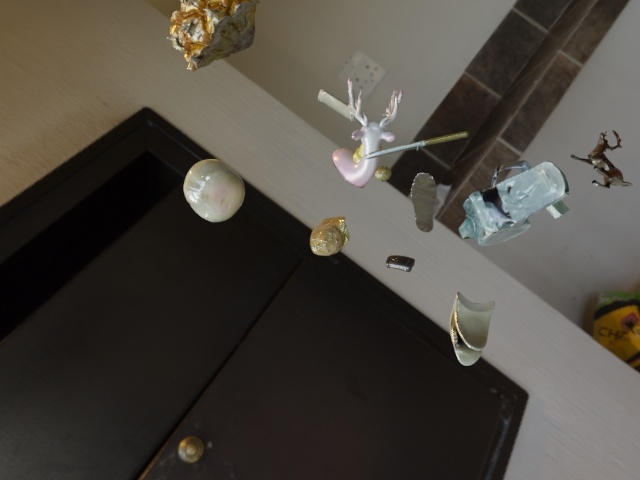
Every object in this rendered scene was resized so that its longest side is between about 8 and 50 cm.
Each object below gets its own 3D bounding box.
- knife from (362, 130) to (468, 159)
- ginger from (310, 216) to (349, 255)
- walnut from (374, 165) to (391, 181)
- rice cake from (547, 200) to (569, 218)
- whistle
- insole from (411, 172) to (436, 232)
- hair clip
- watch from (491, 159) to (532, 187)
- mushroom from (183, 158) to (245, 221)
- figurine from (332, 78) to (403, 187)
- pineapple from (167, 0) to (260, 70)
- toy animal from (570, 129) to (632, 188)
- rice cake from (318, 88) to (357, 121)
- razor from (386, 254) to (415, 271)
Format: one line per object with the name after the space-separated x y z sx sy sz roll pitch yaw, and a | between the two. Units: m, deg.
0.307 -0.304 1.428 0.343 0.027 0.061 -12 2 4 | knife
0.000 0.000 1.427 0.123 0.115 0.193 -25 7 -32 | ginger
0.324 -0.346 2.271 0.092 0.092 0.092 -53 0 -1 | walnut
1.015 -0.200 1.955 0.124 0.211 0.038 -22 -13 -41 | rice cake
0.654 -0.120 1.540 0.188 0.168 0.404 -10 -21 -17 | whistle
0.445 -0.157 1.887 0.007 0.111 0.327 -55 -34 -36 | insole
0.639 0.379 1.861 0.113 0.173 0.282 106 178 -55 | hair clip
0.827 -0.242 1.874 0.193 0.206 0.068 -35 12 46 | watch
-0.448 -0.213 1.819 0.254 0.234 0.260 -4 -66 -37 | mushroom
0.159 -0.402 1.605 0.315 0.207 0.284 126 150 -53 | figurine
-0.219 -0.484 0.975 0.237 0.114 0.186 -31 -1 13 | pineapple
1.064 -0.298 1.653 0.260 0.243 0.087 -7 -17 -29 | toy animal
0.080 -0.614 1.992 0.052 0.256 0.057 12 -65 -52 | rice cake
0.429 0.120 2.367 0.090 0.148 0.054 -50 -42 -38 | razor
